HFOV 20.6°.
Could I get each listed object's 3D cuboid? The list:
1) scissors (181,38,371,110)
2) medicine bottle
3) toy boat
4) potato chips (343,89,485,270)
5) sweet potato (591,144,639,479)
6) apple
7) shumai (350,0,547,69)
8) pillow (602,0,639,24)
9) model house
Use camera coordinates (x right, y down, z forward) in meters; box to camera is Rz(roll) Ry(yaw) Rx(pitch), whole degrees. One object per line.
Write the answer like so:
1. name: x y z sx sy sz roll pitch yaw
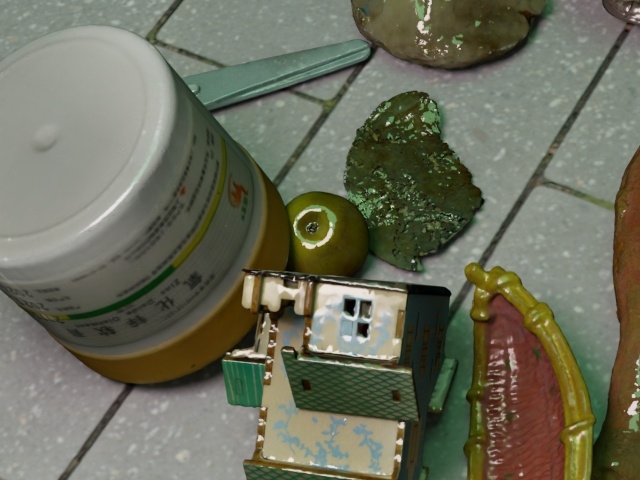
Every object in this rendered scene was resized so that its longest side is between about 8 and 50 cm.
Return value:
1. scissors: -0.165 -0.135 1.748 0.447 0.029 0.192 -15 53 -4
2. medicine bottle: -0.177 -0.028 1.508 0.238 0.232 0.237 -13 56 21
3. toy boat: 0.164 0.168 1.419 0.099 0.141 0.318 22 50 -32
4. potato chips: 0.088 -0.055 1.659 0.142 0.026 0.209 10 55 12
5. sweet potato: 0.294 0.044 1.508 0.109 0.109 0.385 6 55 12
6. apple: 0.000 0.000 1.597 0.090 0.074 0.089 -3 73 11
7. shumai: 0.127 -0.272 1.759 0.201 0.120 0.201 -3 50 4
8. pillow: 0.399 -0.223 1.732 0.233 0.038 0.131 30 54 28
9. model house: 0.011 0.131 1.432 0.178 0.271 0.206 5 89 9
